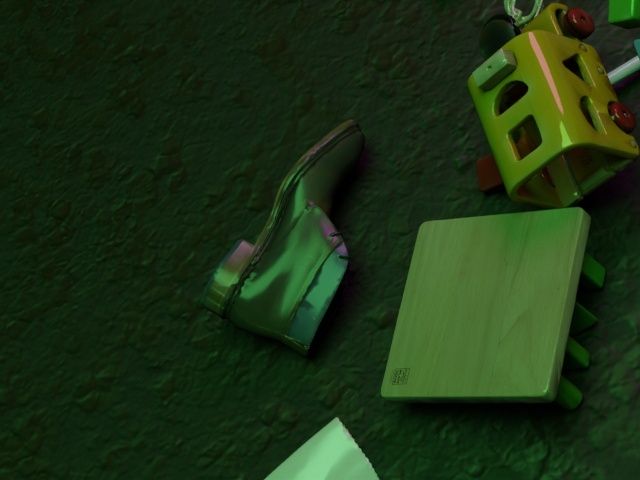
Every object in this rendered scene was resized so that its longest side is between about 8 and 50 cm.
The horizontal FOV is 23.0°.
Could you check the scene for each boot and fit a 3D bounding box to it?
[{"bbox_3d":[0.000,0.000,1.394,0.106,0.082,0.219,33,76,13],"label":"boot"}]

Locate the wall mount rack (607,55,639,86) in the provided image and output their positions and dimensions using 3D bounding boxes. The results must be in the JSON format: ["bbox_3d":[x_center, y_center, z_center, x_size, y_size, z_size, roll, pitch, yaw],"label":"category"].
[{"bbox_3d":[0.270,-0.278,1.381,0.304,0.130,0.350,-56,47,30],"label":"wall mount rack"}]

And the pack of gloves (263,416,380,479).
[{"bbox_3d":[-0.038,0.274,1.264,0.232,0.046,0.195,-37,55,2],"label":"pack of gloves"}]

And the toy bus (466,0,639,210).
[{"bbox_3d":[0.175,-0.126,1.295,0.202,0.104,0.191,19,96,48],"label":"toy bus"}]

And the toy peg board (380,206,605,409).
[{"bbox_3d":[0.150,0.067,1.283,0.161,0.079,0.161,-6,60,40],"label":"toy peg board"}]
